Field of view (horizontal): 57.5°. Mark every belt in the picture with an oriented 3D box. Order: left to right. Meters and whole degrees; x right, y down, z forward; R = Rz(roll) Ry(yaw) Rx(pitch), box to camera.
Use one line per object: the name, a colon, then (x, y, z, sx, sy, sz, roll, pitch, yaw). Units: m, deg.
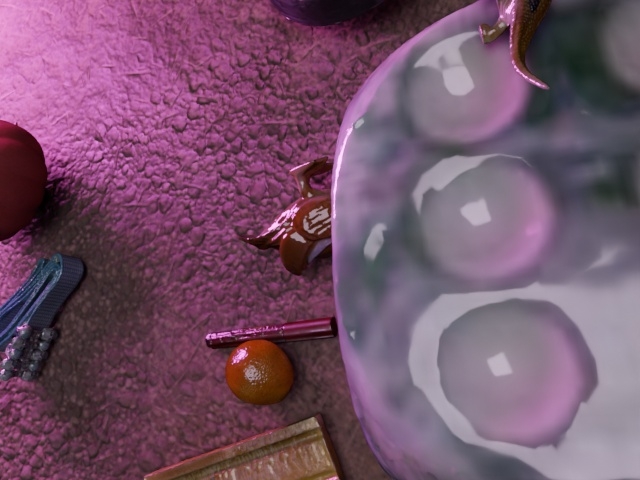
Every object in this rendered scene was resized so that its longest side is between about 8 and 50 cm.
belt: (-0.402, 0.102, 0.831, 0.100, 0.065, 0.179, 43, 98, 30)

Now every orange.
orange: (-0.072, 0.160, 0.700, 0.085, 0.085, 0.085, -3, 81, 19)

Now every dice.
dice: (0.205, 0.019, 0.466, 0.330, 0.348, 0.328, -7, 74, 17)

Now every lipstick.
lipstick: (-0.065, 0.118, 0.727, 0.176, 0.027, 0.027, -10, 79, 19)

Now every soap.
soap: (-0.095, 0.292, 0.706, 0.252, 0.037, 0.092, -23, 76, 14)

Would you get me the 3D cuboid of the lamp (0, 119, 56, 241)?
lamp: (-0.467, -0.084, 0.846, 0.182, 0.140, 0.182, -11, 71, 35)

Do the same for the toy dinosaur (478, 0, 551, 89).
toy dinosaur: (0.110, -0.152, 0.353, 0.058, 0.037, 0.180, -7, 66, 29)

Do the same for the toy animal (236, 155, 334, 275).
toy animal: (0.000, 0.000, 0.695, 0.188, 0.089, 0.179, -21, 91, 10)

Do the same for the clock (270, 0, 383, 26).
clock: (0.022, -0.408, 0.720, 0.281, 0.055, 0.280, -8, 76, 33)
